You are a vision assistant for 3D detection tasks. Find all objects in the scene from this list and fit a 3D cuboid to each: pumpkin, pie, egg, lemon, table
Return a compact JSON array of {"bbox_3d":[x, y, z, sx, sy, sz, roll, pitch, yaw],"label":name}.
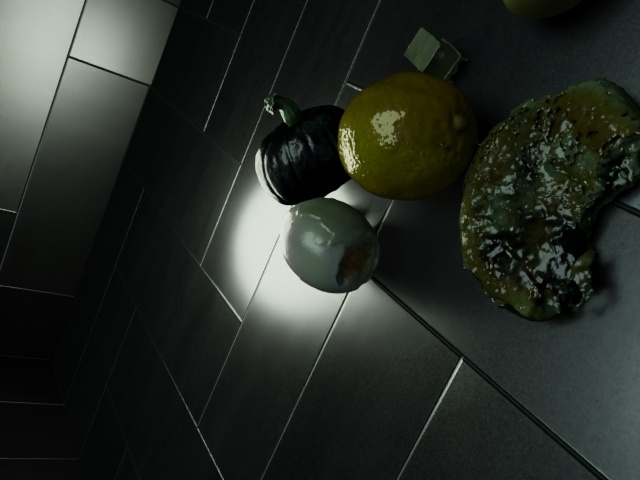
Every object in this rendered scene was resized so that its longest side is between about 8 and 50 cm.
[{"bbox_3d":[-0.037,-0.211,1.384,0.248,0.248,0.248,-23,60,48],"label":"pumpkin"},{"bbox_3d":[0.338,-0.070,0.989,0.296,0.078,0.371,30,103,55],"label":"pie"},{"bbox_3d":[0.006,0.004,1.312,0.217,0.183,0.183,26,99,42],"label":"egg"},{"bbox_3d":[0.151,-0.182,1.150,0.263,0.235,0.236,126,145,-63],"label":"lemon"},{"bbox_3d":[0.222,-0.351,1.235,0.062,0.083,0.079,-56,41,27],"label":"table"}]

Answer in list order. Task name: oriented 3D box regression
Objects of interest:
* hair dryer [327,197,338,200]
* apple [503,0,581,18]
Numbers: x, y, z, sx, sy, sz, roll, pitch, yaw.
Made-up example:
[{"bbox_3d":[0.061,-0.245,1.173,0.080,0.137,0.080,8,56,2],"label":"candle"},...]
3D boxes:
[{"bbox_3d":[0.000,0.000,1.445,0.117,0.064,0.182,-9,79,50],"label":"hair dryer"},{"bbox_3d":[0.354,-0.448,1.008,0.200,0.200,0.200,-23,60,48],"label":"apple"}]
